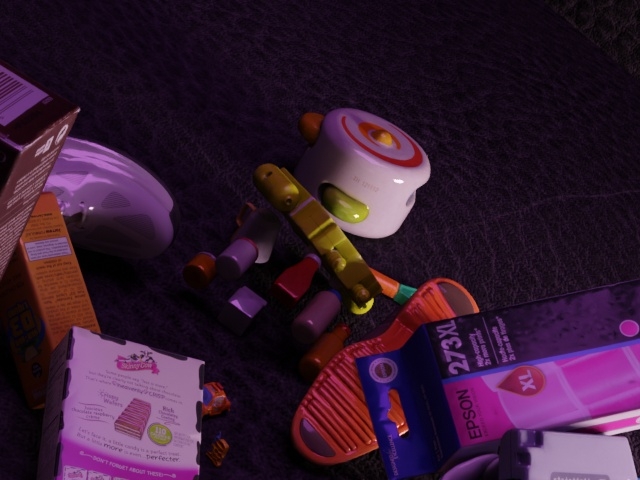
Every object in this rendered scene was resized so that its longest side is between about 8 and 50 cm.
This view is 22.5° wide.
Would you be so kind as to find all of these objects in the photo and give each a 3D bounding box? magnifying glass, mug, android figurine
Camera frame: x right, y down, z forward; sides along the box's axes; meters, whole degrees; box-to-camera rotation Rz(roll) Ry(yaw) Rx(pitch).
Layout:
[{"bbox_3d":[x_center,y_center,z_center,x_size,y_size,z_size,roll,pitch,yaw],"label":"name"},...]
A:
[{"bbox_3d":[0.133,0.087,2.391,0.231,0.026,0.092,30,27,-5],"label":"magnifying glass"},{"bbox_3d":[-0.094,-0.016,2.293,0.078,0.064,0.062,36,28,12],"label":"mug"},{"bbox_3d":[0.000,0.000,2.231,0.248,0.056,0.273,54,-2,-33],"label":"android figurine"}]

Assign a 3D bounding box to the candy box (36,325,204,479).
[{"bbox_3d":[-0.210,0.220,1.686,0.159,0.071,0.233,18,51,-22],"label":"candy box"}]

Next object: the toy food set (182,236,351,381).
[{"bbox_3d":[-0.057,0.068,2.115,0.232,0.111,0.104,36,38,5],"label":"toy food set"}]

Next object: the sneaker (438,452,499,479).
[{"bbox_3d":[0.231,0.330,1.922,0.282,0.161,0.102,7,33,-40],"label":"sneaker"}]

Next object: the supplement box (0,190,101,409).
[{"bbox_3d":[-0.312,0.067,1.808,0.080,0.078,0.233,-12,78,-49],"label":"supplement box"}]

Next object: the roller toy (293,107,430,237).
[{"bbox_3d":[0.067,-0.113,2.528,0.191,0.146,0.209,7,34,-38],"label":"roller toy"}]

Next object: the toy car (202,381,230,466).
[{"bbox_3d":[-0.116,0.212,1.908,0.060,0.040,0.122,9,33,-35],"label":"toy car"}]

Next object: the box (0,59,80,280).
[{"bbox_3d":[-0.415,-0.013,1.620,0.191,0.381,0.143,31,29,4],"label":"box"}]

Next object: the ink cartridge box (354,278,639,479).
[{"bbox_3d":[0.240,0.166,1.940,0.371,0.069,0.175,-13,58,-5],"label":"ink cartridge box"}]

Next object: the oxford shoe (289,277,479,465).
[{"bbox_3d":[0.070,0.187,2.070,0.130,0.133,0.364,51,47,3],"label":"oxford shoe"}]

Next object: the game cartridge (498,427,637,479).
[{"bbox_3d":[0.291,0.369,1.847,0.198,0.062,0.297,11,75,-40],"label":"game cartridge"}]

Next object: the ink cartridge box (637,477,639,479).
[{"bbox_3d":[0.366,0.350,2.128,0.180,0.060,0.104,20,29,-20],"label":"ink cartridge box"}]

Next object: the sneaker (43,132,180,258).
[{"bbox_3d":[-0.389,-0.016,1.953,0.448,0.169,0.257,21,43,-19],"label":"sneaker"}]
